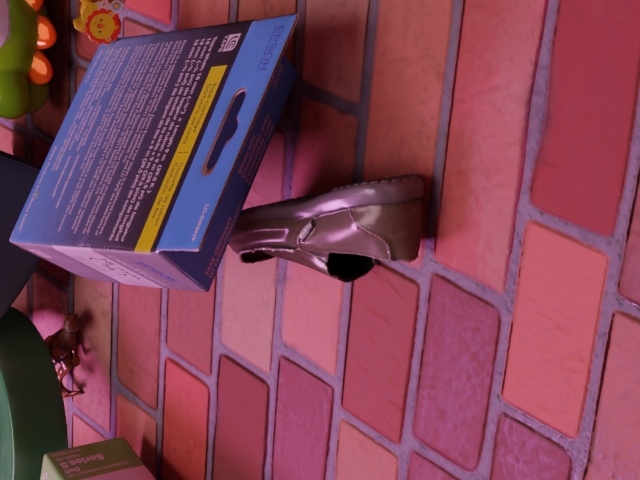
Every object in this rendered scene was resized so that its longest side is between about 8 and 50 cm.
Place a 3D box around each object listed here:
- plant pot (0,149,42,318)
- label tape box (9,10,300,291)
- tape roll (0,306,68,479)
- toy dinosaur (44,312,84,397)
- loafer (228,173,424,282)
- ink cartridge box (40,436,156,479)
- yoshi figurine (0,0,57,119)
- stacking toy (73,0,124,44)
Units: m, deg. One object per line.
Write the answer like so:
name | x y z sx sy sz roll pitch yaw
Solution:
plant pot | -0.443 -0.003 1.753 0.165 0.166 0.234 22 90 45
label tape box | -0.131 -0.078 1.377 0.334 0.106 0.240 4 67 50
tape roll | -0.432 0.245 1.865 0.321 0.077 0.321 6 97 54
toy dinosaur | -0.347 0.148 1.865 0.211 0.064 0.112 -27 69 48
loafer | 0.000 0.000 1.349 0.251 0.094 0.087 -12 89 51
ink cartridge box | -0.230 0.394 1.683 0.273 0.115 0.198 43 129 43
yoshi figurine | -0.428 -0.316 1.699 0.203 0.204 0.362 12 115 65
stacking toy | -0.223 -0.333 1.495 0.167 0.052 0.221 -119 37 -60
